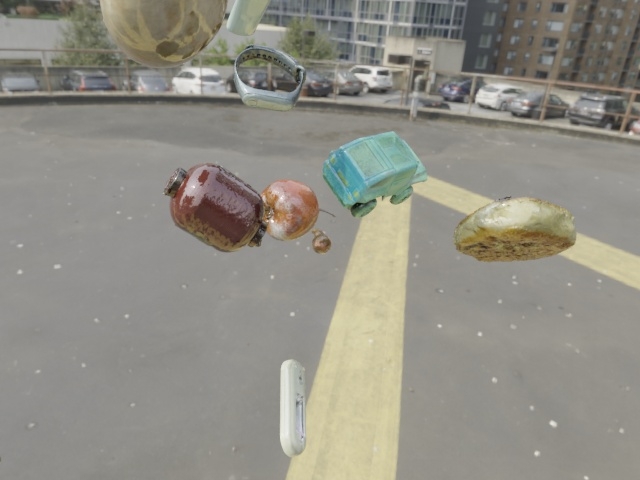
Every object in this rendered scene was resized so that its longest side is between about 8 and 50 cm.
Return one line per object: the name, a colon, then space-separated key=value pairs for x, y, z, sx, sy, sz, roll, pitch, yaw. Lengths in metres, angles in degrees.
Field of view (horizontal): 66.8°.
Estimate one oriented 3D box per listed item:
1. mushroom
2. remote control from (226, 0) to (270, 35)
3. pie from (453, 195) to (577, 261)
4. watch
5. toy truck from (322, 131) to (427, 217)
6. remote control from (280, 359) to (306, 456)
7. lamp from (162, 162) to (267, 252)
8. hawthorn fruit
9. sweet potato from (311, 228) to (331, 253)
mushroom: x=-0.330 y=-0.495 z=0.931 sx=0.289 sy=0.298 sz=0.297 roll=23 pitch=27 yaw=4
remote control: x=-0.230 y=-0.745 z=1.579 sx=0.103 sy=0.051 sz=0.293 roll=-1 pitch=-5 yaw=-21
pie: x=0.503 y=-0.011 z=1.281 sx=0.314 sy=0.315 sz=0.093 roll=3 pitch=68 yaw=-2
watch: x=-0.143 y=-0.464 z=1.382 sx=0.206 sy=0.068 sz=0.193 roll=3 pitch=69 yaw=-11
toy truck: x=0.136 y=-0.165 z=1.158 sx=0.278 sy=0.156 sz=0.155 roll=-21 pitch=72 yaw=-41
remote control: x=-0.061 y=0.381 z=1.121 sx=0.042 sy=0.078 sz=0.222 roll=-19 pitch=48 yaw=20
lamp: x=-0.236 y=-0.074 z=1.123 sx=0.258 sy=0.180 sz=0.180 roll=34 pitch=12 yaw=-28
hawthorn fruit: x=-0.120 y=-0.123 z=1.845 sx=0.231 sy=0.235 sz=0.263 roll=-12 pitch=20 yaw=26
sweet potato: x=0.000 y=0.000 z=1.265 sx=0.050 sy=0.050 sz=0.214 roll=3 pitch=9 yaw=-2
